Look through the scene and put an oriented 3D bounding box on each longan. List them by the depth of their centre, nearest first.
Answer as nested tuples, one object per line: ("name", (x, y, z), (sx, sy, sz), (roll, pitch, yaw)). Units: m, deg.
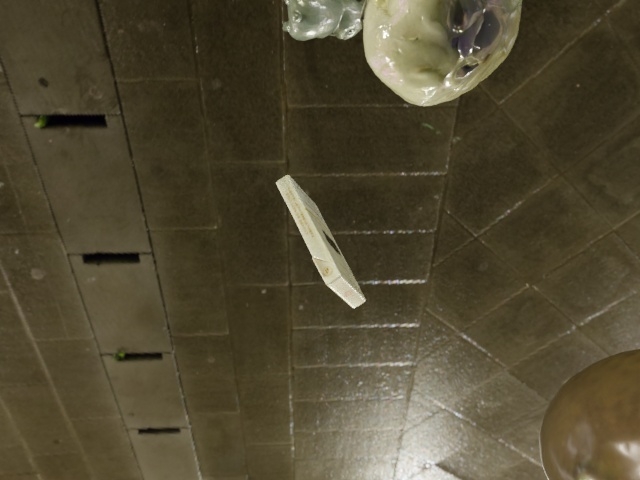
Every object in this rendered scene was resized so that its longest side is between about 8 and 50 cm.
("longan", (0.398, 0.249, 0.652), (0.257, 0.258, 0.258), (-2, 128, -3))

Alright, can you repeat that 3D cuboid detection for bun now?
("bun", (0.199, -0.333, 0.876), (0.272, 0.168, 0.273), (-16, 126, -24))

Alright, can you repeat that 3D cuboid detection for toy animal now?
("toy animal", (0.031, -0.482, 1.216), (0.236, 0.138, 0.108), (2, 123, -14))

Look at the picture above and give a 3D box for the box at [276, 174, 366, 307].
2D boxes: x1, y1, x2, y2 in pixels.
("box", (0.000, 0.000, 0.703), (0.024, 0.167, 0.090), (-32, 147, 8))
